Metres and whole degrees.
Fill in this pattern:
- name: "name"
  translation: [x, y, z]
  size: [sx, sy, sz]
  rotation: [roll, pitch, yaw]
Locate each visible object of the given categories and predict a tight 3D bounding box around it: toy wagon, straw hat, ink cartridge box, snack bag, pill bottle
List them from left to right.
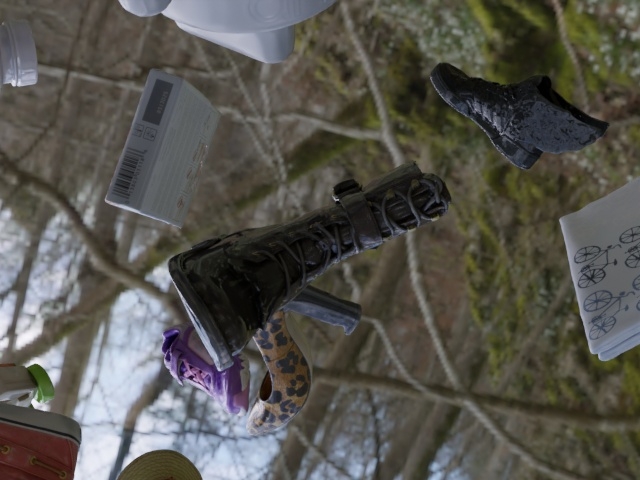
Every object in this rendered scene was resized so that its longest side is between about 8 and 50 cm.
- name: "toy wagon"
  translation: [-0.519, 0.283, 1.594]
  size: [0.267, 0.344, 0.068]
  rotation: [-26, -104, -34]
- name: "pill bottle"
  translation: [-0.460, -0.229, 1.457]
  size: [0.186, 0.112, 0.112]
  rotation: [-11, -154, -21]
- name: "ink cartridge box"
  translation: [-0.163, -0.094, 1.228]
  size: [0.045, 0.145, 0.179]
  rotation: [18, 177, 6]
- name: "straw hat"
  translation: [-0.202, 0.352, 1.532]
  size: [0.144, 0.145, 0.061]
  rotation: [4, -176, -33]
- name: "snack bag"
  translation: [0.402, -0.037, 1.137]
  size: [0.037, 0.342, 0.323]
  rotation: [55, -161, -16]

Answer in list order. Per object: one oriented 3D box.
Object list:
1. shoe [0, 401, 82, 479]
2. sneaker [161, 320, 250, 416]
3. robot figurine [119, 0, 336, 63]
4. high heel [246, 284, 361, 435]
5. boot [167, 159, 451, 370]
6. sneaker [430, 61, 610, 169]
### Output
- name: "shoe"
  translation: [-0.259, 0.156, 0.814]
  size: [0.178, 0.063, 0.081]
  rotation: [15, -128, -22]
- name: "sneaker"
  translation: [-0.175, 0.188, 1.717]
  size: [0.104, 0.095, 0.236]
  rotation: [-1, -157, -24]
- name: "robot figurine"
  translation: [-0.064, -0.298, 0.854]
  size: [0.199, 0.353, 0.300]
  rotation: [21, -121, 18]
- name: "high heel"
  translation: [-0.088, 0.143, 1.503]
  size: [0.186, 0.261, 0.093]
  rotation: [23, -151, -21]
- name: "boot"
  translation: [0.000, 0.000, 0.965]
  size: [0.229, 0.091, 0.263]
  rotation: [-23, -166, 7]
- name: "sneaker"
  translation: [0.194, -0.138, 1.140]
  size: [0.170, 0.089, 0.051]
  rotation: [47, -148, 11]
